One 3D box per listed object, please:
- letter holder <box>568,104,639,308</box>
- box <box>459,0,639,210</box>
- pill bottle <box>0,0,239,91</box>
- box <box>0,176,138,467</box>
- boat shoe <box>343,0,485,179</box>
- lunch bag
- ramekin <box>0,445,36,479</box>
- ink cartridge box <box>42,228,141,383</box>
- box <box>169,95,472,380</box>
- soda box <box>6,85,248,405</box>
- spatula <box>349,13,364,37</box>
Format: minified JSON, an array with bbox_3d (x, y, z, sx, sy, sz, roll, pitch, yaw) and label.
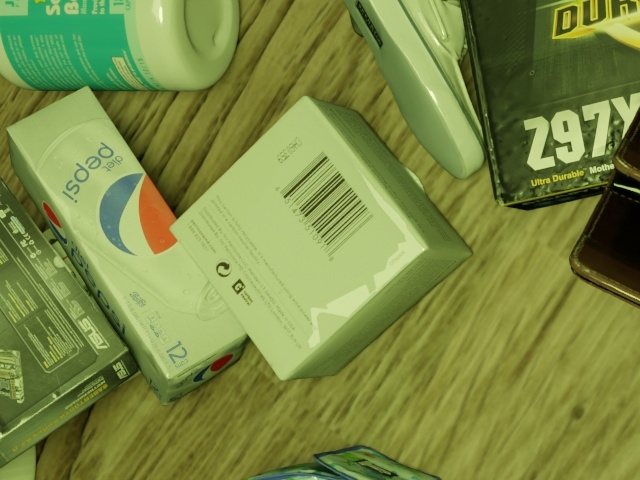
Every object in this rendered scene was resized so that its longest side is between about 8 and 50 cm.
[{"bbox_3d":[0.351,-0.010,1.071,0.302,0.214,0.152,24,116,11],"label":"letter holder"},{"bbox_3d":[0.281,-0.181,1.247,0.322,0.079,0.257,-12,84,24],"label":"box"},{"bbox_3d":[-0.221,-0.214,1.444,0.264,0.146,0.146,2,88,25],"label":"pill bottle"},{"bbox_3d":[-0.307,0.079,1.404,0.183,0.056,0.231,-36,67,-11],"label":"box"},{"bbox_3d":[0.091,-0.181,1.328,0.084,0.095,0.258,-27,90,-13],"label":"boat shoe"},{"bbox_3d":[0.017,0.229,1.315,0.151,0.129,0.096,-12,82,25],"label":"lunch bag"},{"bbox_3d":[-0.418,0.219,1.517,0.277,0.135,0.277,-2,86,26],"label":"ramekin"},{"bbox_3d":[-0.251,0.066,1.488,0.104,0.060,0.180,-31,74,20],"label":"ink cartridge box"},{"bbox_3d":[0.000,0.000,1.342,0.182,0.119,0.181,-44,71,17],"label":"box"},{"bbox_3d":[-0.181,0.004,1.412,0.091,0.098,0.286,-30,76,-18],"label":"soda box"},{"bbox_3d":[0.022,-0.329,1.400,0.084,0.030,0.296,-11,83,11],"label":"spatula"}]
